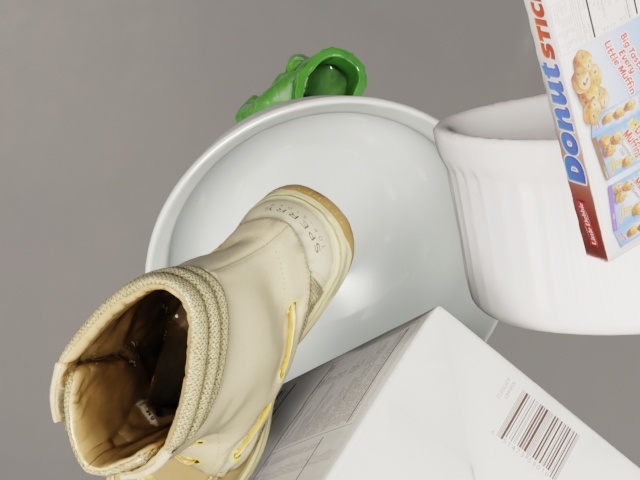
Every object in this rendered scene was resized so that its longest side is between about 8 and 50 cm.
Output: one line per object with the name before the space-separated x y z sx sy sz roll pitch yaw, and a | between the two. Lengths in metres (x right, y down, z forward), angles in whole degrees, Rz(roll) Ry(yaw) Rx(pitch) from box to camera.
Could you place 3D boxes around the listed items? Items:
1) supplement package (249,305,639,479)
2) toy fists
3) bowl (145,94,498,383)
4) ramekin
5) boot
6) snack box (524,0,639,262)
supplement package | 0.044 0.202 1.256 0.198 0.199 0.263 -56 11 -27
toy fists | -0.059 -0.099 2.154 0.279 0.096 0.142 -60 13 -22
bowl | 0.000 0.000 1.583 0.134 0.298 0.297 -111 30 -64
ramekin | 0.221 -0.027 1.332 0.277 0.277 0.135 -153 56 -71
boot | -0.091 0.101 1.117 0.262 0.095 0.203 -59 -12 26
snack box | 0.147 -0.080 0.990 0.022 0.064 0.178 22 135 53
